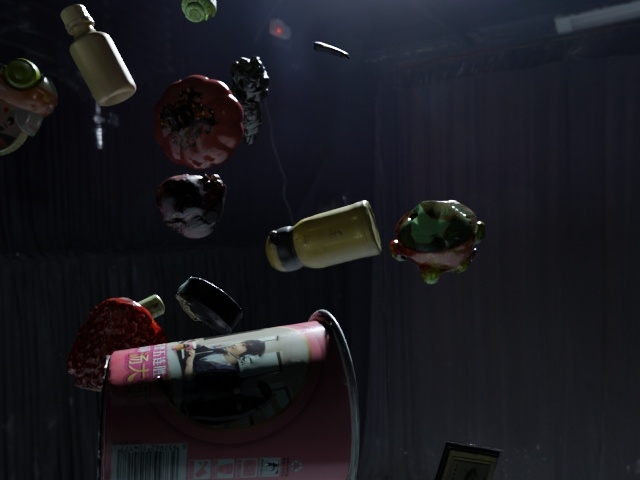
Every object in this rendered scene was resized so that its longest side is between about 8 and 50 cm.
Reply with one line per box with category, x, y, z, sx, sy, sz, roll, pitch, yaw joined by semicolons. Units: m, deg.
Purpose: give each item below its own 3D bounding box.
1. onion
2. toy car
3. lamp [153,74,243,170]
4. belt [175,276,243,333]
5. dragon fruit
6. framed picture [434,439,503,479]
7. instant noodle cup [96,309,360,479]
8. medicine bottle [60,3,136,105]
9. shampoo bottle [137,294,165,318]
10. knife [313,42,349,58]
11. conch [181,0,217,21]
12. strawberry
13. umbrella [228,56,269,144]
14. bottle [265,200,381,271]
onion;-0.492;-0.136;1.934;0.280;0.281;0.221;-4;32;-44
toy car;-0.723;-0.297;1.167;0.234;0.235;0.145;-2;3;-12
lamp;-0.237;-0.227;0.998;0.181;0.182;0.140;-1;2;7
belt;-0.320;0.186;1.486;0.198;0.078;0.151;31;-33;6
dragon fruit;0.335;-0.016;1.496;0.268;0.130;0.295;-2;46;18
framed picture;0.297;0.523;1.086;0.199;0.195;0.010;23;-7;-34
instant noodle cup;-0.110;0.200;0.588;0.254;0.244;0.244;1;2;-17
medicine bottle;-0.598;-0.493;1.378;0.114;0.253;0.114;-26;8;4
shampoo bottle;-0.652;0.264;1.879;0.162;0.079;0.079;-28;17;-33
knife;0.034;-0.573;1.570;0.121;0.018;0.031;25;44;17
conch;-0.350;-0.718;1.539;0.105;0.170;0.079;20;-26;-29
strawberry;-0.527;0.300;1.383;0.260;0.258;0.261;10;-21;4
umbrella;-0.240;-0.468;1.734;0.128;0.155;0.337;24;-20;5
bottle;0.000;0.000;1.602;0.350;0.172;0.171;-14;-1;13
